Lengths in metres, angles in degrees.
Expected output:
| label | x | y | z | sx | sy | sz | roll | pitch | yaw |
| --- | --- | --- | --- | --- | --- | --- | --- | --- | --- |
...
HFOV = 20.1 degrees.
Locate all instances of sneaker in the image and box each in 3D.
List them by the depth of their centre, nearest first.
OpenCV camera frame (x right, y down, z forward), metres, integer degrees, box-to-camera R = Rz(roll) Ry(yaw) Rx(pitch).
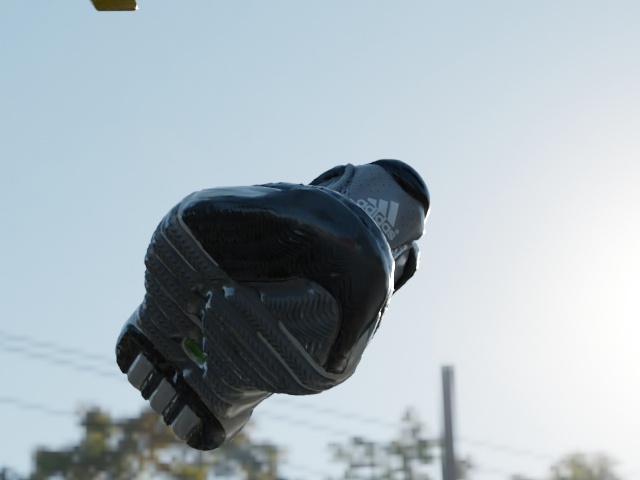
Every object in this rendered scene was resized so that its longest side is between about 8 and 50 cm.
| label | x | y | z | sx | sy | sz | roll | pitch | yaw |
| --- | --- | --- | --- | --- | --- | --- | --- | --- | --- |
| sneaker | 0.000 | 0.000 | 0.699 | 0.132 | 0.086 | 0.229 | -40 | 0 | -25 |

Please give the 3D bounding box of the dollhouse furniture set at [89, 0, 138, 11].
| label | x | y | z | sx | sy | sz | roll | pitch | yaw |
| --- | --- | --- | --- | --- | --- | --- | --- | --- | --- |
| dollhouse furniture set | -0.234 | -0.301 | 1.175 | 0.198 | 0.303 | 0.286 | -32 | -17 | -7 |
